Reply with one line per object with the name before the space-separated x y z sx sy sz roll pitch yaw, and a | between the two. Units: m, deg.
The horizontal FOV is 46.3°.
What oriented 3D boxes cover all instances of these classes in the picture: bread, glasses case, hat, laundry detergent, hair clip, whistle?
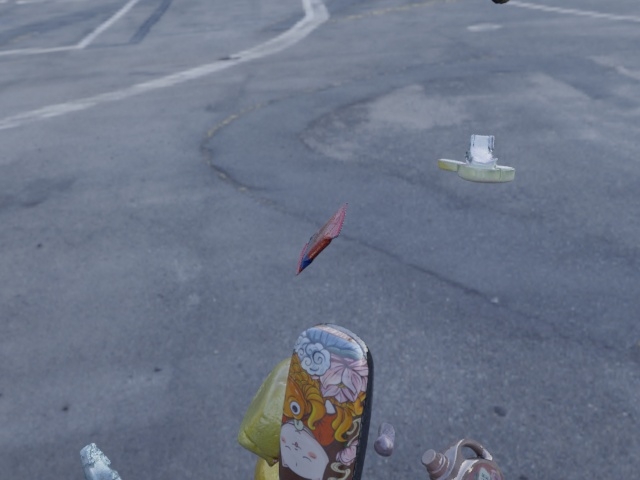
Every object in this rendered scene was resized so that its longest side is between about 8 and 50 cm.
bread | -0.092 0.422 1.868 0.148 0.270 0.270 31 24 -6
glasses case | 0.006 0.275 1.092 0.122 0.321 0.082 18 22 31
hat | 0.157 0.510 1.919 0.042 0.087 0.058 17 -32 -40
laundry detergent | 0.328 0.529 1.724 0.076 0.237 0.171 -28 26 41
hair clip | 0.331 -0.167 1.595 0.159 0.071 0.218 3 22 7
whistle | -0.474 0.563 1.698 0.123 0.223 0.123 -24 2 1

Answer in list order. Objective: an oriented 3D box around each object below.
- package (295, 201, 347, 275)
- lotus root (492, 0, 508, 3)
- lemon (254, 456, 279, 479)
package | 0.000 0.000 1.476 0.022 0.200 0.083 29 57 -11
lotus root | 0.380 -0.537 1.388 0.138 0.214 0.138 11 37 -8
lemon | -0.073 0.663 2.114 0.236 0.236 0.263 9 32 28
